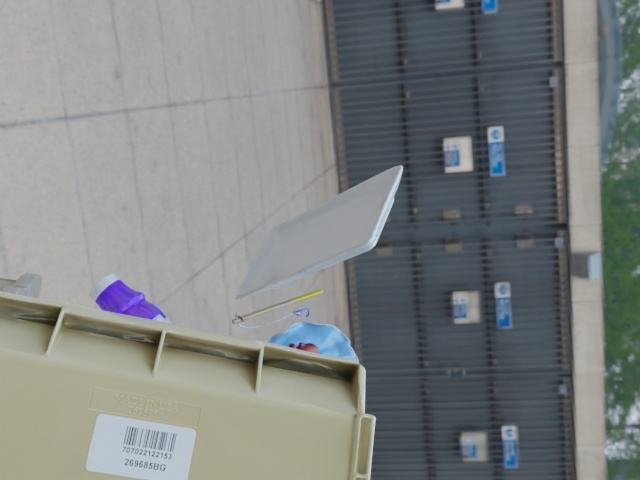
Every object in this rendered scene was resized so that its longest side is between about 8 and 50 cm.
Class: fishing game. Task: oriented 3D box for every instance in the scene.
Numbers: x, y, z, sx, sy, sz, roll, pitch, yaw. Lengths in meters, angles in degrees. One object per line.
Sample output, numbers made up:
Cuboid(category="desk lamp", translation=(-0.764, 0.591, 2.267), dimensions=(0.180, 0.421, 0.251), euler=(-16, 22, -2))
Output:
Cuboid(category="fishing game", translation=(-0.022, 0.204, 1.070), dimensions=(0.041, 0.189, 0.264), euler=(23, -58, 62))

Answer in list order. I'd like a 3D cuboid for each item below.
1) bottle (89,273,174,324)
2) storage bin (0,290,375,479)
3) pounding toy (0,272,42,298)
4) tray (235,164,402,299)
Cuboid(category="bottle", translation=(-0.338, 0.186, 1.530), dimensions=(0.092, 0.283, 0.118), euler=(-43, 173, -23))
Cuboid(category="storage bin", translation=(-0.118, 0.182, 0.433), dimensions=(0.123, 0.262, 0.260), euler=(116, -16, -61))
Cuboid(category="pounding toy", translation=(-0.276, 0.159, 0.677), dimensions=(0.154, 0.155, 0.269), euler=(126, -30, -75))
Cuboid(category="tray", translation=(0.000, 0.000, 1.029), dimensions=(0.030, 0.270, 0.145), euler=(45, 47, -21))
